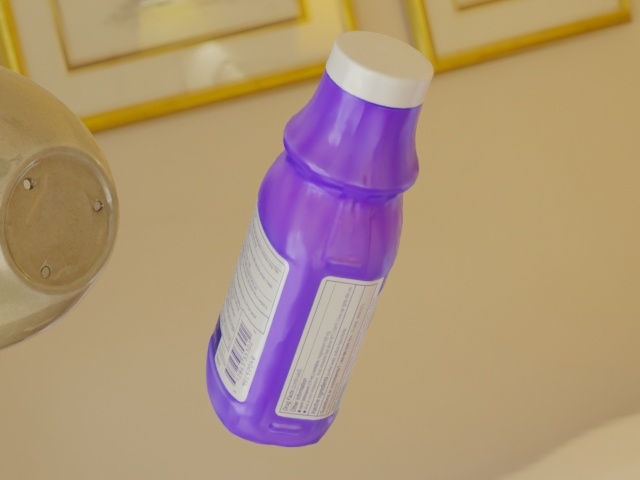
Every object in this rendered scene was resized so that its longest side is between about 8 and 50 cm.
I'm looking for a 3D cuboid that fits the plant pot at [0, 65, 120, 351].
[{"bbox_3d":[-0.289,-0.023,1.463,0.191,0.284,0.284,7,20,44],"label":"plant pot"}]

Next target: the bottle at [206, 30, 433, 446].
[{"bbox_3d":[0.000,0.000,1.097,0.092,0.283,0.118,9,30,-18],"label":"bottle"}]
